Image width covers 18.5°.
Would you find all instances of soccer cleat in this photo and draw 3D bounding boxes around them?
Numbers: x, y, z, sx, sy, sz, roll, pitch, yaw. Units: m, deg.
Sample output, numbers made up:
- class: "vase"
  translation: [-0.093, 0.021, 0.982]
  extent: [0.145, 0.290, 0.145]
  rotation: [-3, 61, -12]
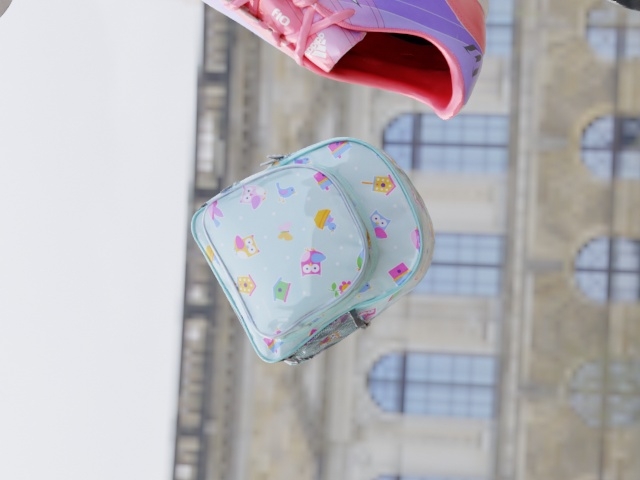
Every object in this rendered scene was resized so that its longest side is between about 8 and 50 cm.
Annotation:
- class: "soccer cleat"
  translation: [-0.022, -0.185, 1.422]
  extent: [0.108, 0.318, 0.116]
  rotation: [128, 154, -47]

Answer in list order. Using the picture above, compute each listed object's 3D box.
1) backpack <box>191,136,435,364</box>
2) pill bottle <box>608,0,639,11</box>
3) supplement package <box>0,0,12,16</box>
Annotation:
- class: "backpack"
  translation: [0.000, 0.000, 1.681]
  extent: [0.166, 0.188, 0.144]
  rotation: [62, -177, 12]
- class: "pill bottle"
  translation: [0.217, -0.243, 1.132]
  extent: [0.123, 0.122, 0.219]
  rotation: [-75, 4, -46]
- class: "supplement package"
  translation: [-0.463, -0.353, 2.164]
  extent: [0.177, 0.175, 0.293]
  rotation: [-55, -22, -9]
